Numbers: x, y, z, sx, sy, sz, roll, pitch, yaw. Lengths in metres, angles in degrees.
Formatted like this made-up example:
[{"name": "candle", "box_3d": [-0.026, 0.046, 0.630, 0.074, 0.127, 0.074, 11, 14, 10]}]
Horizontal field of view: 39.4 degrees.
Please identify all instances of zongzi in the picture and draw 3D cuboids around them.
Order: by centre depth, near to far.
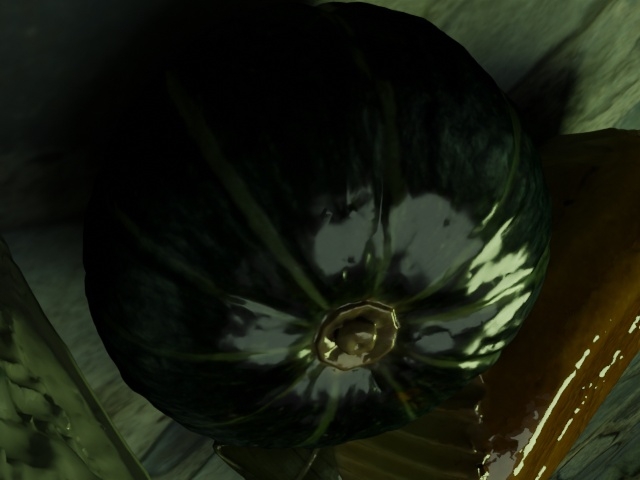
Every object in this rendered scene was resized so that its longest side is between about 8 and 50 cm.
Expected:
[{"name": "zongzi", "box_3d": [0.045, 0.174, 0.779, 0.205, 0.204, 0.094, -45, 178, 1]}]

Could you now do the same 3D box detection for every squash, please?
[{"name": "squash", "box_3d": [0.000, 0.000, 0.486, 0.252, 0.165, 0.252, -11, 131, -13]}]

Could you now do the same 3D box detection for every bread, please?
[{"name": "bread", "box_3d": [0.171, 0.059, 0.707, 0.389, 0.183, 0.236, -49, 138, -29]}]

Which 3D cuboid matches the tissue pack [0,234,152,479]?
[{"name": "tissue pack", "box_3d": [-0.247, 0.184, 0.341, 0.380, 0.297, 0.207, -45, 153, 4]}]
